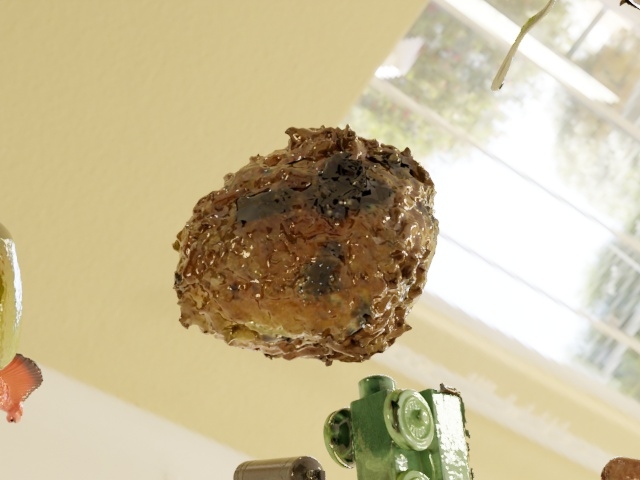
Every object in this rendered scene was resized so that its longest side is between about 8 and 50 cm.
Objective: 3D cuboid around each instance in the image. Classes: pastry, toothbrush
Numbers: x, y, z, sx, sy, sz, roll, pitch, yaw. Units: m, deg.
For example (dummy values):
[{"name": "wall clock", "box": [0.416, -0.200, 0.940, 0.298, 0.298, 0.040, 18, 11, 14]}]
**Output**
[{"name": "pastry", "box": [0.004, 0.011, 1.737, 0.337, 0.292, 0.405, 31, -129, 32]}, {"name": "toothbrush", "box": [0.300, -0.297, 1.797, 0.026, 0.263, 0.022, 25, -124, 1]}]

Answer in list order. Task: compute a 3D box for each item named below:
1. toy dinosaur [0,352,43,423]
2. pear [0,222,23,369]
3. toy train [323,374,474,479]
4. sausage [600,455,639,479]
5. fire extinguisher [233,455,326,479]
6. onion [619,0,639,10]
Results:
[{"name": "toy dinosaur", "box": [-0.554, 0.214, 2.080, 0.070, 0.139, 0.286, -96, -11, -47]}, {"name": "pear", "box": [-0.553, 0.023, 1.619, 0.399, 0.165, 0.399, 22, -171, -4]}, {"name": "toy train", "box": [0.115, 0.323, 1.718, 0.188, 0.159, 0.271, 22, -127, -45]}, {"name": "sausage", "box": [0.490, 0.291, 1.439, 0.327, 0.087, 0.079, -5, 177, 24]}, {"name": "fire extinguisher", "box": [-0.061, 0.426, 2.176, 0.072, 0.089, 0.268, 18, 160, -29]}, {"name": "onion", "box": [0.410, -0.377, 1.494, 0.248, 0.161, 0.248, -6, -90, -73]}]
